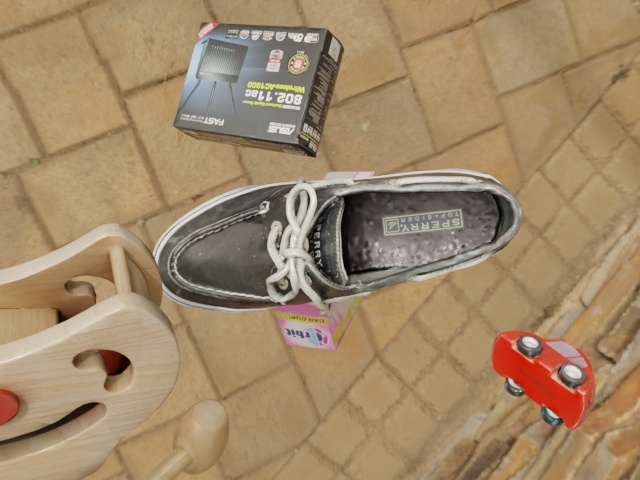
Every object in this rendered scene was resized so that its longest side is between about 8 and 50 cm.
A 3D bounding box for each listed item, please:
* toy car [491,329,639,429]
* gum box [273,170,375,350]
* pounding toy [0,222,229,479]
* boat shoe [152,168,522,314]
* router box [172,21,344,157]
[{"bbox_3d":[0.261,0.178,0.487,0.053,0.239,0.225,-21,98,-29],"label":"toy car"},{"bbox_3d":[0.014,0.012,0.660,0.188,0.062,0.107,-56,140,-44],"label":"gum box"},{"bbox_3d":[-0.159,0.089,0.334,0.269,0.155,0.154,9,123,-32],"label":"pounding toy"},{"bbox_3d":[0.001,0.004,0.479,0.306,0.105,0.113,-4,94,9],"label":"boat shoe"},{"bbox_3d":[-0.051,-0.122,0.485,0.122,0.038,0.092,12,86,26],"label":"router box"}]
